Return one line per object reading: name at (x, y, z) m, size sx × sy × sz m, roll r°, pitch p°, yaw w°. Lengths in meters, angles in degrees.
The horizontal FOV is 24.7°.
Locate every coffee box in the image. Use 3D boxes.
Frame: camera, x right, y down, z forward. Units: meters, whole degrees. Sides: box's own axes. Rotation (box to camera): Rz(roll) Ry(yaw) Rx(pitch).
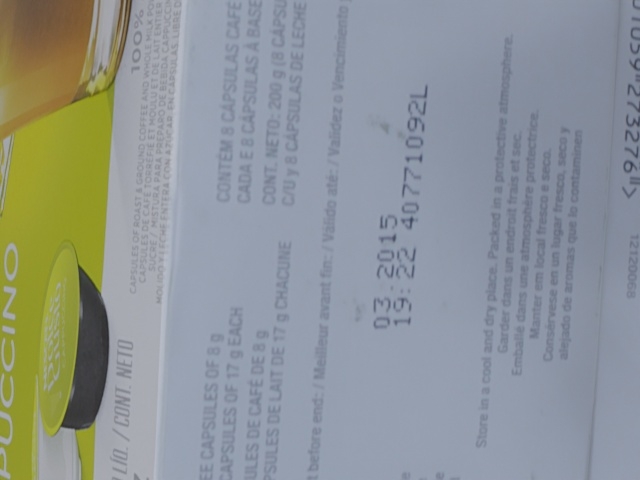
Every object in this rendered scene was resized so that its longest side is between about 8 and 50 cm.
coffee box at (0.000, 0.000, 0.708) m, size 0.338 × 0.334 × 0.337 m, roll 4°, pitch 91°, yaw -33°
